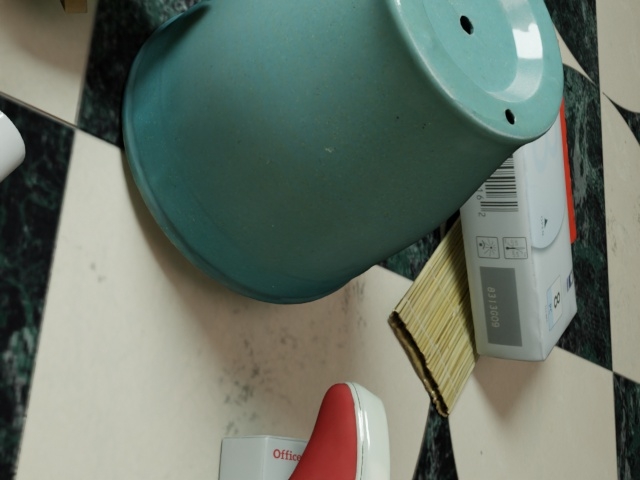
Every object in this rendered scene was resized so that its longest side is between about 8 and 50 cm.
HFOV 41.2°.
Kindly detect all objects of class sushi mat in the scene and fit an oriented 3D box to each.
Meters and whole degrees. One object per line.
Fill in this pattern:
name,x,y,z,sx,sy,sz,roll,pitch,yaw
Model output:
sushi mat,0.179,0.051,1.019,0.316,0.019,0.151,-49,119,-45

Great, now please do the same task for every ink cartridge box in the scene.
ink cartridge box,0.285,-0.072,1.062,0.385,0.091,0.308,-34,119,-50
ink cartridge box,-0.036,0.222,0.685,0.088,0.052,0.123,23,65,-46

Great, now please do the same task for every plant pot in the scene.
plant pot,0.030,-0.115,0.653,0.271,0.255,0.272,19,60,-36

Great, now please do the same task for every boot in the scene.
boot,-0.055,0.203,0.593,0.176,0.088,0.244,17,73,-9

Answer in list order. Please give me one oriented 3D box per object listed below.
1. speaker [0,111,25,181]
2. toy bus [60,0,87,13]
speaker,-0.237,-0.027,0.501,0.055,0.055,0.136,57,44,-25
toy bus,-0.167,-0.213,0.590,0.191,0.202,0.104,-42,144,-55
